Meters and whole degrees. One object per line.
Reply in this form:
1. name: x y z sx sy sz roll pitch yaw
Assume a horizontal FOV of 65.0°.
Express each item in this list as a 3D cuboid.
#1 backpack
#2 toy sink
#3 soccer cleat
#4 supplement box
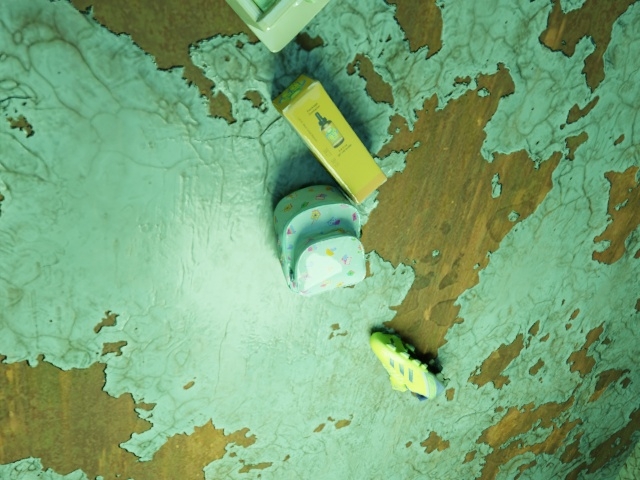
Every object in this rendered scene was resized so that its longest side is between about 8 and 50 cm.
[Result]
1. backpack: 0.000 0.000 0.926 0.165 0.144 0.189 -14 119 -9
2. toy sink: -0.072 -0.384 0.682 0.153 0.131 0.234 -43 125 5
3. soccer cleat: 0.203 0.318 1.222 0.121 0.093 0.289 -44 125 13
4. supplement box: 0.019 -0.172 0.875 0.078 0.080 0.233 -41 127 2
